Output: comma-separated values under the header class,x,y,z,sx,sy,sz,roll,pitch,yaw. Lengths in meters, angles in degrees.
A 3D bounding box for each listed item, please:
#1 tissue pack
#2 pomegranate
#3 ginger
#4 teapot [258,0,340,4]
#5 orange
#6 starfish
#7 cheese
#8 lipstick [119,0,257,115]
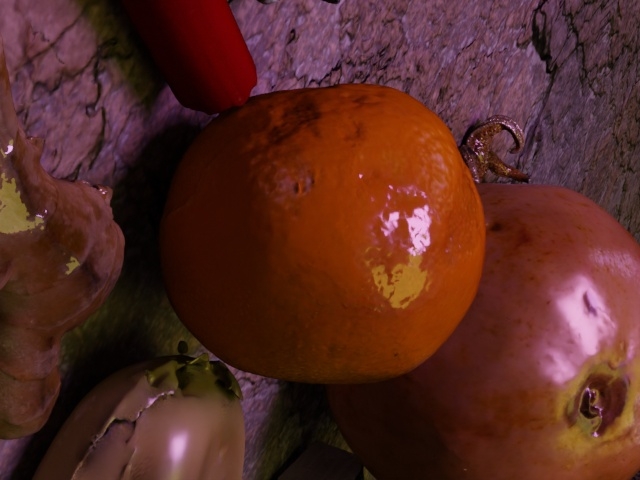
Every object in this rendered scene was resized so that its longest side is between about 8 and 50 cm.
class,x,y,z,sx,sy,sz,roll,pitch,yaw
tissue pack,-0.002,0.334,1.420,0.103,0.090,0.170,-44,149,-40
pomegranate,0.195,0.125,1.333,0.411,0.412,0.411,-45,147,-40
ginger,-0.195,-0.007,0.763,0.148,0.081,0.333,-34,141,-26
teapot,-0.004,-0.238,0.879,0.149,0.162,0.239,-59,-175,2
orange,0.000,0.000,0.940,0.261,0.261,0.261,-45,147,-40
starfish,0.201,-0.064,1.512,0.190,0.074,0.146,-51,150,-32
cheese,-0.157,0.231,0.988,0.259,0.128,0.315,-31,144,-64
lipstick,-0.111,-0.188,0.780,0.073,0.073,0.279,-59,153,-19
